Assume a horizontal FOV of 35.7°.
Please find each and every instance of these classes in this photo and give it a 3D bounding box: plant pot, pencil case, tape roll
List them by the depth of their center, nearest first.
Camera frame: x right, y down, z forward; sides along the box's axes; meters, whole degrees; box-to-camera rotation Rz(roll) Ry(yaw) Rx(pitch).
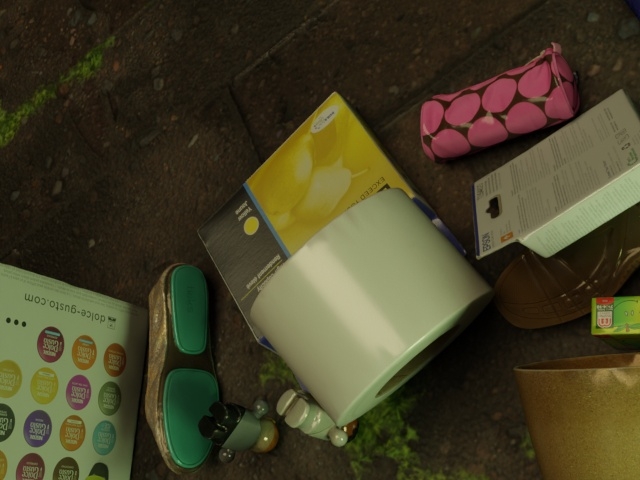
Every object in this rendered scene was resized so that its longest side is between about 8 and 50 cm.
[{"bbox_3d":[0.329,0.245,1.007,0.237,0.237,0.254,-8,85,31],"label":"plant pot"},{"bbox_3d":[0.062,0.080,1.181,0.246,0.246,0.169,-45,74,13],"label":"tape roll"},{"bbox_3d":[0.226,-0.173,1.277,0.209,0.095,0.098,-18,84,29],"label":"pencil case"}]

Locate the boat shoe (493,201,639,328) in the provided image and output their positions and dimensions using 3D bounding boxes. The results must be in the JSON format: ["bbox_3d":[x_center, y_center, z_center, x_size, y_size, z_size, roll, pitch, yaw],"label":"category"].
[{"bbox_3d":[0.332,0.007,1.160,0.285,0.089,0.105,-35,84,22],"label":"boat shoe"}]

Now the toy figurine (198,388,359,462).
[{"bbox_3d":[-0.047,0.301,1.273,0.213,0.148,0.210,-18,59,30],"label":"toy figurine"}]

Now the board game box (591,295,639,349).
[{"bbox_3d":[0.396,0.088,1.073,0.181,0.092,0.043,-5,71,33],"label":"board game box"}]

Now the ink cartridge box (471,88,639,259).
[{"bbox_3d":[0.282,-0.067,1.154,0.224,0.045,0.223,-32,18,21],"label":"ink cartridge box"}]

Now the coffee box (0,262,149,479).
[{"bbox_3d":[-0.502,0.235,1.470,0.338,0.337,0.334,-5,72,32],"label":"coffee box"}]

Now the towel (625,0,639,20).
[{"bbox_3d":[0.493,-0.290,1.156,0.227,0.076,0.308,-38,58,26],"label":"towel"}]

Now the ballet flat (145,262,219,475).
[{"bbox_3d":[-0.209,0.191,1.453,0.106,0.107,0.316,-29,53,46],"label":"ballet flat"}]

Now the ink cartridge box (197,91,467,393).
[{"bbox_3d":[0.000,0.000,1.385,0.303,0.072,0.307,-43,54,14],"label":"ink cartridge box"}]
